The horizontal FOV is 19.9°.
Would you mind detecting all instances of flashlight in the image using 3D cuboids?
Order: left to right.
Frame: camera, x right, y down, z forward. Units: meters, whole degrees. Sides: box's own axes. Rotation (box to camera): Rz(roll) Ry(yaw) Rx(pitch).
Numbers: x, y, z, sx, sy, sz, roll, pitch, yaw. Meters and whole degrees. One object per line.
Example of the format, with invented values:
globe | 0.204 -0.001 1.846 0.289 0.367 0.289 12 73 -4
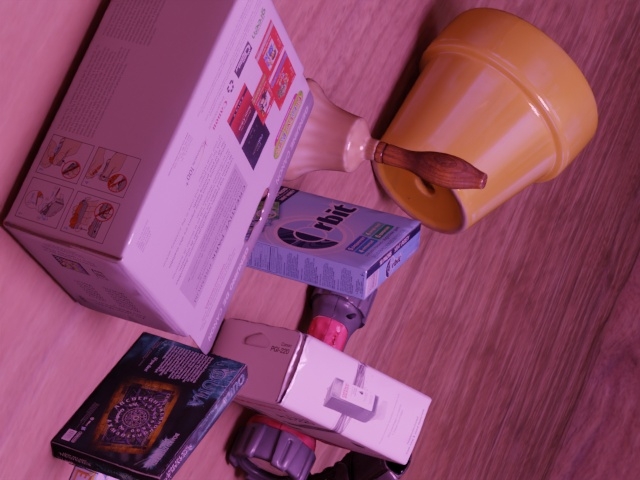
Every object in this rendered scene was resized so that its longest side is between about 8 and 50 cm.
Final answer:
flashlight | -0.013 0.164 2.301 0.103 0.103 0.304 43 59 -35

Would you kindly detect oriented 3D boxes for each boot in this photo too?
boot | 0.030 0.299 2.288 0.229 0.091 0.263 -44 -166 15

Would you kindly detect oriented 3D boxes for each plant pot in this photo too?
plant pot | 0.205 -0.143 2.454 0.239 0.254 0.254 -47 150 -23

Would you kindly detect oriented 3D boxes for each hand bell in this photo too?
hand bell | 0.080 -0.101 2.136 0.126 0.242 0.126 -49 148 -47

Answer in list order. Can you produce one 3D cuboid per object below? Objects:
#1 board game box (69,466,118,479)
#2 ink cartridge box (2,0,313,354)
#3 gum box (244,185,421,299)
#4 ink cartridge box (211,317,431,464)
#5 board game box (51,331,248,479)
board game box | -0.231 0.287 1.931 0.103 0.026 0.154 -67 158 -17
ink cartridge box | -0.140 -0.080 1.749 0.272 0.130 0.309 61 49 -63
gum box | 0.000 0.000 2.086 0.157 0.184 0.041 -40 141 -56
ink cartridge box | -0.006 0.175 2.123 0.218 0.159 0.092 31 75 -37
board game box | -0.171 0.173 1.862 0.186 0.126 0.026 -51 150 -45
